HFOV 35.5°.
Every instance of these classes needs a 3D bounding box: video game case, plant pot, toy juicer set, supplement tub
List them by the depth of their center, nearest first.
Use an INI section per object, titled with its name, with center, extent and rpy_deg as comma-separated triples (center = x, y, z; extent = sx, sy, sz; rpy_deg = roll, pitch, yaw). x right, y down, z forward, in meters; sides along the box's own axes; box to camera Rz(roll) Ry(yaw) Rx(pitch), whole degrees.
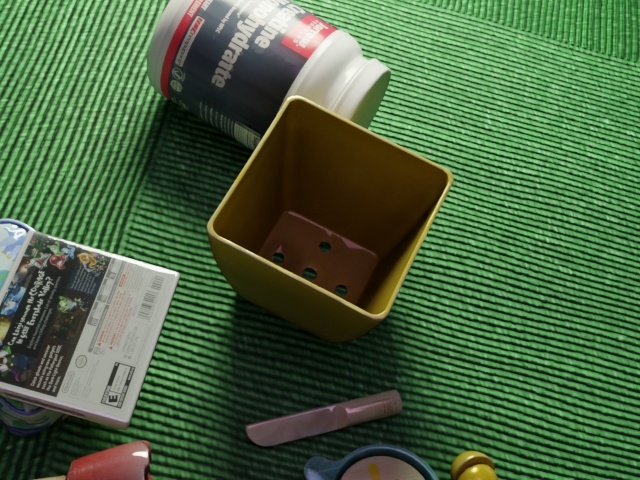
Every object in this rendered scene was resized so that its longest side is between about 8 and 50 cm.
[video game case]
center = -0.257, 0.090, 1.050
extent = 0.173, 0.022, 0.190
rpy_deg = 17, 54, -3
[toy juicer set]
center = 0.096, 0.268, 1.086
extent = 0.209, 0.089, 0.329
rpy_deg = -31, 69, -27
[plant pot]
center = 0.000, 0.000, 1.167
extent = 0.212, 0.187, 0.212
rpy_deg = 27, 61, 4
[supplement tub]
center = -0.067, -0.214, 1.287
extent = 0.272, 0.191, 0.191
rpy_deg = 31, 57, 7

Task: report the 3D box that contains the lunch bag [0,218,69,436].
[lunch bag]
center = -0.328, 0.091, 1.098
extent = 0.219, 0.090, 0.176
rpy_deg = 39, 59, 12

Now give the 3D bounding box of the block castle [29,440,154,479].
[block castle]
center = -0.152, 0.361, 0.762
extent = 0.212, 0.453, 0.303
rpy_deg = -6, 59, -8
